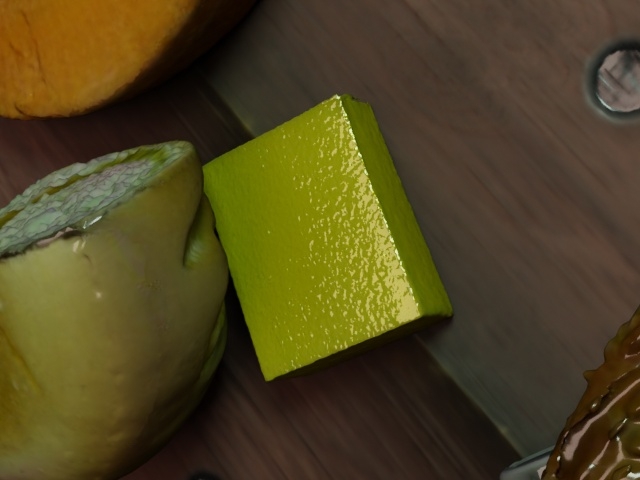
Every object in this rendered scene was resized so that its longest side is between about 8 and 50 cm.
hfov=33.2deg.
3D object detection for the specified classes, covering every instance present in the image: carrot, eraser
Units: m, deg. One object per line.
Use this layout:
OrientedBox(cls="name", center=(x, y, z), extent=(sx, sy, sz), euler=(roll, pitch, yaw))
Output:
OrientedBox(cls="carrot", center=(-0.135, -0.201, 0.608), extent=(0.307, 0.100, 0.258), euler=(-34, 76, 35))
OrientedBox(cls="eraser", center=(0.000, 0.000, 0.554), extent=(0.097, 0.045, 0.122), euler=(-26, 77, 28))

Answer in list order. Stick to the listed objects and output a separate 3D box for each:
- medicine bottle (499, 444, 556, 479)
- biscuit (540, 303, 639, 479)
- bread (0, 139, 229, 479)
OrientedBox(cls="medicine bottle", center=(0.144, 0.184, 0.469), extent=(0.057, 0.057, 0.199), euler=(-29, 78, 28))
OrientedBox(cls="biscuit", center=(0.235, 0.137, 0.388), extent=(0.317, 0.040, 0.318), euler=(-1, 87, 20))
OrientedBox(cls="bread", center=(-0.137, 0.051, 0.586), extent=(0.260, 0.158, 0.156), euler=(-12, 110, 38))
